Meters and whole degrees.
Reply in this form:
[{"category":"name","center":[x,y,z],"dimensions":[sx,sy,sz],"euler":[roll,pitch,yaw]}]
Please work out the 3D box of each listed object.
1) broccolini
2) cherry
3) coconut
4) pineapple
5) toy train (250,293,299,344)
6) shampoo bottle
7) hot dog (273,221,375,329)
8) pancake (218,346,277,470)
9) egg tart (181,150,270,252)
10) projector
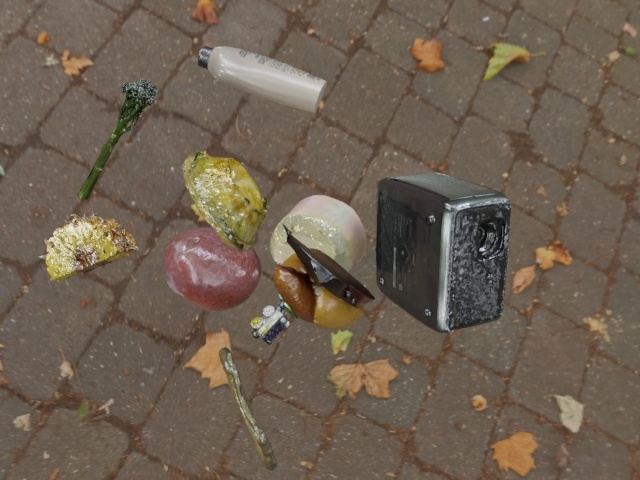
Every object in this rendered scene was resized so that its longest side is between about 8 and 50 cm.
[{"category":"broccolini","center":[-0.275,-0.126,0.789],"dimensions":[0.042,0.218,0.044],"euler":[41,30,1]},{"category":"cherry","center":[-0.296,0.074,1.590],"dimensions":[0.261,0.307,0.221],"euler":[18,86,17]},{"category":"coconut","center":[0.000,0.000,2.039],"dimensions":[0.297,0.297,0.309],"euler":[44,29,2]},{"category":"pineapple","center":[-0.527,-0.002,1.334],"dimensions":[0.232,0.079,0.135],"euler":[-17,82,14]},{"category":"toy train","center":[-0.092,0.182,1.528],"dimensions":[0.202,0.060,0.081],"euler":[-45,51,-11]},{"category":"shampoo bottle","center":[-0.120,-0.326,1.181],"dimensions":[0.256,0.078,0.127],"euler":[21,29,1]},{"category":"hot dog","center":[-0.017,0.079,1.017],"dimensions":[0.194,0.326,0.107],"euler":[41,92,28]},{"category":"pancake","center":[-0.169,0.387,1.367],"dimensions":[0.033,0.286,0.289],"euler":[-22,107,-14]},{"category":"egg tart","center":[-0.168,-0.083,1.096],"dimensions":[0.090,0.212,0.213],"euler":[-33,82,14]},{"category":"projector","center":[0.339,0.018,1.778],"dimensions":[0.241,0.405,0.396],"euler":[-10,110,-22]}]
